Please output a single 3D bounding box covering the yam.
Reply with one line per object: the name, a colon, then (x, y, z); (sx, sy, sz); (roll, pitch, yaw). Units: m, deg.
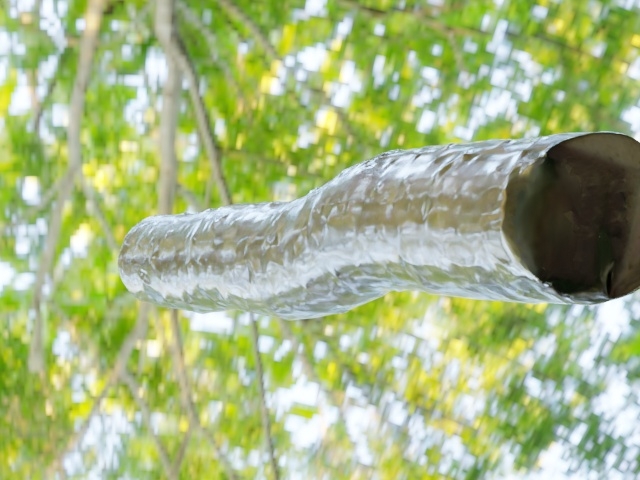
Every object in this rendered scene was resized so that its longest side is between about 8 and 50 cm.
yam: (0.000, 0.000, 0.595); (0.045, 0.327, 0.045); (-26, -82, -22)
